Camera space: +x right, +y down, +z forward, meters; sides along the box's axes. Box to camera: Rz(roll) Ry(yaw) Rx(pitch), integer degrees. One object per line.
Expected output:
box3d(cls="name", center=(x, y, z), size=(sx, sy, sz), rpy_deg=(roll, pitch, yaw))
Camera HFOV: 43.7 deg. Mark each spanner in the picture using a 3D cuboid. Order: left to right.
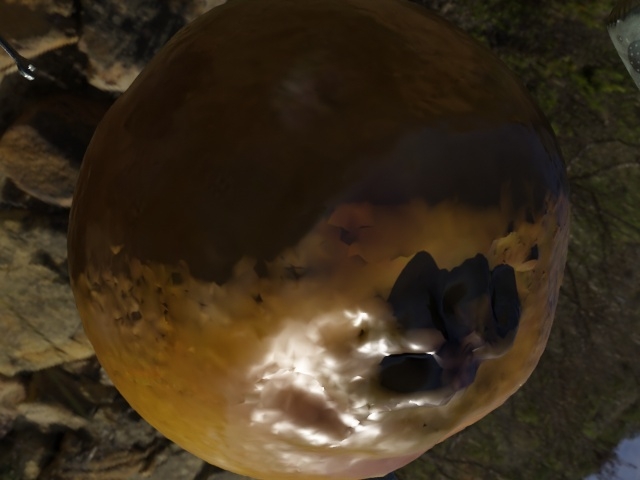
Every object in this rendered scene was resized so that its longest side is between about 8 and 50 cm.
box3d(cls="spanner", center=(-0.642, -0.415, 1.538), size=(0.015, 0.254, 0.054), rpy_deg=(-32, -158, 18))

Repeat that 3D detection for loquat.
box3d(cls="loquat", center=(0.000, 0.000, 0.522), size=(0.328, 0.328, 0.328), rpy_deg=(-62, -179, 2))

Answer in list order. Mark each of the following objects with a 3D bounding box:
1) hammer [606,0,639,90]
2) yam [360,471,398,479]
box3d(cls="hammer", center=(0.463, -0.230, 0.797), size=(0.305, 0.202, 0.113), rpy_deg=(-31, -177, 12))
box3d(cls="yam", center=(0.005, 0.348, 0.802), size=(0.133, 0.133, 0.330), rpy_deg=(119, -12, -48))
